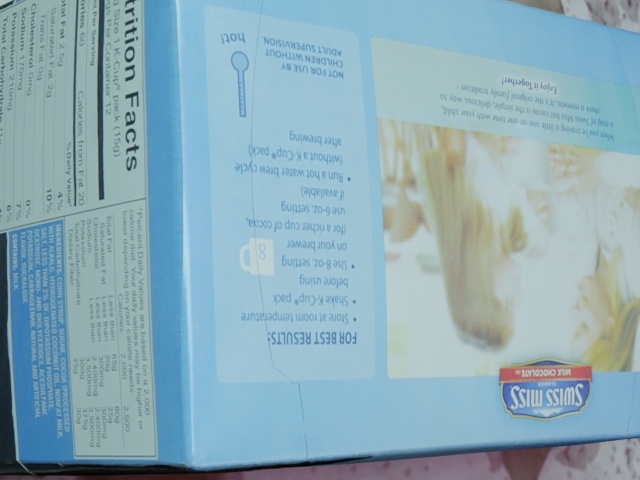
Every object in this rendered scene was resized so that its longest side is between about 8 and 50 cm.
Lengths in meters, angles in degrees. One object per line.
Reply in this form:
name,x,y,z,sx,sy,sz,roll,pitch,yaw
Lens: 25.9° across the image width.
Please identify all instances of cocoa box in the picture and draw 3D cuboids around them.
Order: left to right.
cocoa box,0.000,0.000,0.731,0.347,0.228,0.231,3,81,-41
